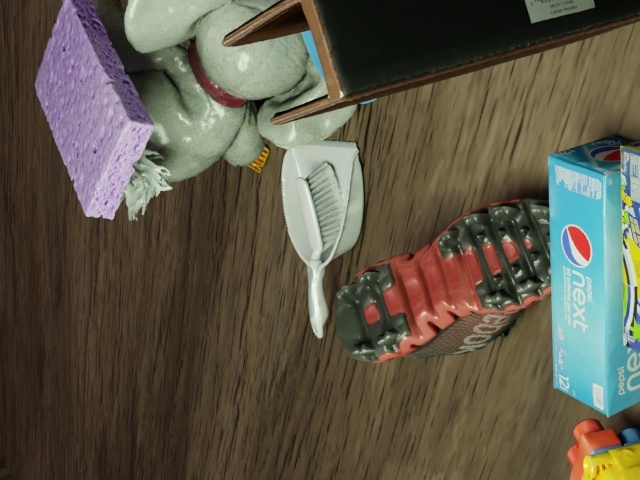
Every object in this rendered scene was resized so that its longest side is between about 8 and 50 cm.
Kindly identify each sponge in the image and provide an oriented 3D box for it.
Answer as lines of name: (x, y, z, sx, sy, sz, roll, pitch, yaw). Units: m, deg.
sponge: (-0.223, -0.131, 1.367, 0.117, 0.031, 0.210, -62, 40, 33)

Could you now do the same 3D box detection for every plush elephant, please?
plush elephant: (-0.108, -0.194, 1.467, 0.272, 0.255, 0.330, 43, -154, -29)

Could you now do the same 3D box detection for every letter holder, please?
letter holder: (0.071, -0.189, 1.054, 0.214, 0.301, 0.152, -15, 93, 62)

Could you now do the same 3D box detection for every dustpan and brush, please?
dustpan and brush: (0.000, 0.000, 1.550, 0.147, 0.060, 0.211, 10, 114, 59)

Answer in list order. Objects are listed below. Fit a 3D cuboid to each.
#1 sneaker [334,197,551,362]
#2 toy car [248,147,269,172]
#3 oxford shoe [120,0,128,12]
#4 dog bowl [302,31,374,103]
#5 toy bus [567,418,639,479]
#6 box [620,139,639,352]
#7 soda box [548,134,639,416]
sneaker: (0.145, 0.037, 1.278, 0.276, 0.135, 0.098, -28, 67, 39)
toy car: (-0.096, -0.118, 1.703, 0.122, 0.060, 0.041, 31, 90, 29)
oxford shoe: (-0.219, -0.234, 1.776, 0.097, 0.098, 0.271, -84, -20, -49)
dog bowl: (0.043, -0.278, 1.299, 0.166, 0.074, 0.297, 24, 126, 54)
toy bus: (0.265, 0.256, 1.155, 0.211, 0.149, 0.220, -119, 24, -47)
box: (0.267, 0.006, 1.073, 0.054, 0.059, 0.169, 29, 130, 54)
soda box: (0.232, 0.028, 1.136, 0.067, 0.071, 0.210, 28, 129, 52)
